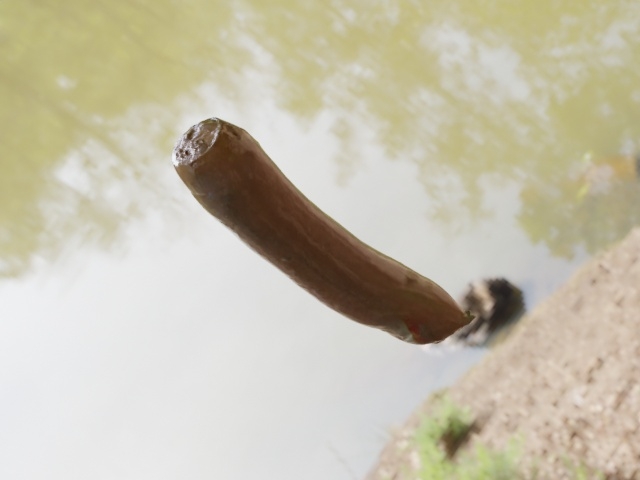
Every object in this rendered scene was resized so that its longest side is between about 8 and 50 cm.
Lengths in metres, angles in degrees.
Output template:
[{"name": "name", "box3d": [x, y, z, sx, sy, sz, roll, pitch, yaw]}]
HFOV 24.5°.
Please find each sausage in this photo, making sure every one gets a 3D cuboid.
[{"name": "sausage", "box3d": [0.000, 0.001, 0.690, 0.047, 0.177, 0.040, -40, 34, 18]}]
